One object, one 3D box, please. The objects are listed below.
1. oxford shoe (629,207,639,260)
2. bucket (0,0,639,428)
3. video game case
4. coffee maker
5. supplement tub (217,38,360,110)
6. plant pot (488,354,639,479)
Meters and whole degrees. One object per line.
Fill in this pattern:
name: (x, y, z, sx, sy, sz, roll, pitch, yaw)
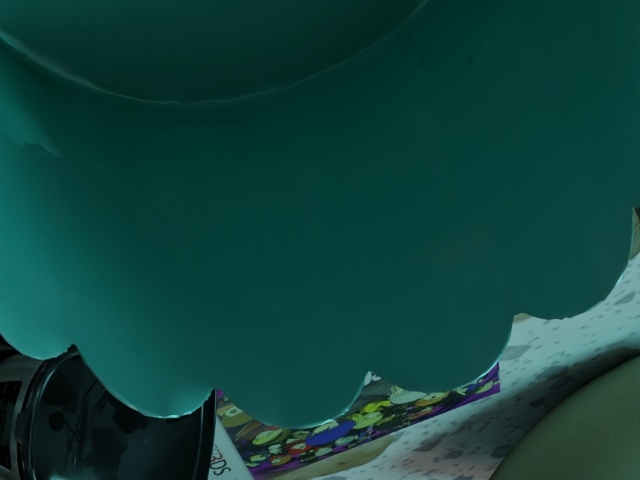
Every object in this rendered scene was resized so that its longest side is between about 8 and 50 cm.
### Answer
oxford shoe: (0.104, -0.041, 0.909, 0.130, 0.123, 0.348, -35, 151, 11)
bucket: (-0.015, -0.093, 0.596, 0.281, 0.183, 0.281, -9, 132, -11)
video game case: (0.010, 0.096, 1.201, 0.232, 0.042, 0.210, -21, 155, -2)
coffee maker: (-0.139, 0.089, 0.933, 0.178, 0.120, 0.171, 4, -161, 44)
supplement tub: (-0.056, -0.047, 0.816, 0.198, 0.106, 0.106, -38, 149, 30)
plant pot: (0.284, 0.204, 1.401, 0.284, 0.284, 0.191, 13, 102, -49)
